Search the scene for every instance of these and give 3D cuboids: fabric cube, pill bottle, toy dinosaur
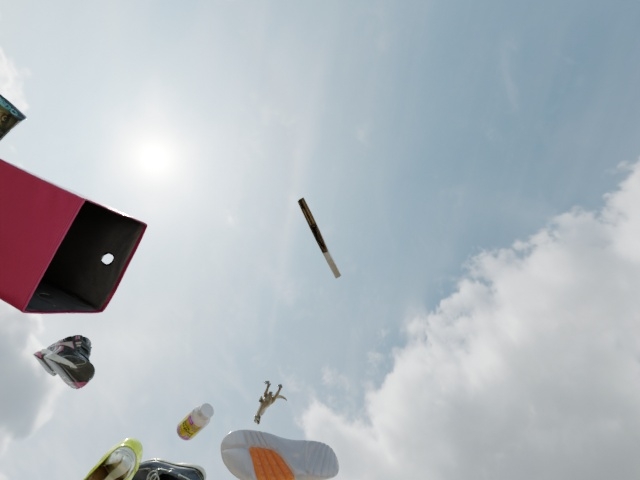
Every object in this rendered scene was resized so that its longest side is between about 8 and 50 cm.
[{"bbox_3d":[-0.618,0.001,0.944,0.258,0.259,0.254,23,-97,10],"label":"fabric cube"},{"bbox_3d":[-0.251,0.364,0.833,0.043,0.043,0.083,45,-70,2],"label":"pill bottle"},{"bbox_3d":[-0.144,0.446,1.163,0.053,0.183,0.092,19,-81,19],"label":"toy dinosaur"}]

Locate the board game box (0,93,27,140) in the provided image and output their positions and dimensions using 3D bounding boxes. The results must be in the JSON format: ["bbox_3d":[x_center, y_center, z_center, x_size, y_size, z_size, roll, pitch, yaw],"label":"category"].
[{"bbox_3d":[-0.528,-0.163,0.575,0.186,0.026,0.126,-33,-58,15],"label":"board game box"}]

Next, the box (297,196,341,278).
[{"bbox_3d":[0.000,0.000,1.081,0.021,0.201,0.164,-26,-115,0],"label":"box"}]

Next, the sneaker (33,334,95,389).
[{"bbox_3d":[-0.445,0.203,0.739,0.178,0.077,0.072,4,-55,38],"label":"sneaker"}]

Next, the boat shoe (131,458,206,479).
[{"bbox_3d":[-0.473,0.723,1.236,0.255,0.079,0.095,1,-88,10],"label":"boat shoe"}]

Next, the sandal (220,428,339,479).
[{"bbox_3d":[-0.082,0.446,0.810,0.265,0.102,0.076,24,-63,-29],"label":"sandal"}]

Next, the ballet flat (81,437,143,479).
[{"bbox_3d":[-0.410,0.459,0.786,0.077,0.231,0.077,-40,-91,24],"label":"ballet flat"}]
